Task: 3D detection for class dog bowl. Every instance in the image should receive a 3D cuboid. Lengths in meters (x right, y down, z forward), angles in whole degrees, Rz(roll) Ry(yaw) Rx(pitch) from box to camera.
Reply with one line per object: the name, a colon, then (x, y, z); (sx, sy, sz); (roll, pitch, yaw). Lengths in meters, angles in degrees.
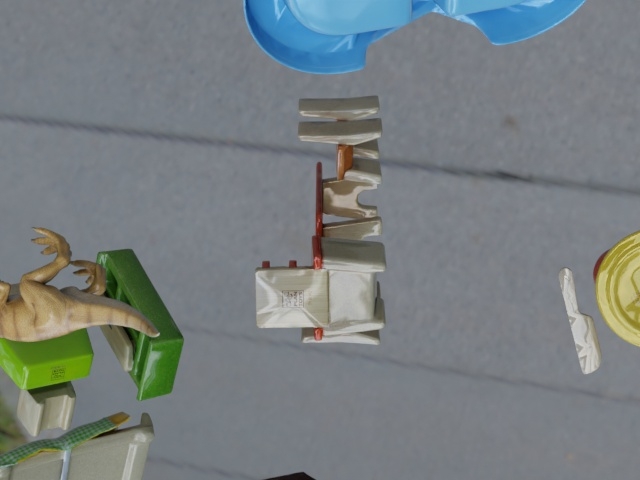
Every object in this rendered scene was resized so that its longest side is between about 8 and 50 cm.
dog bowl: (0.078, -0.229, 1.173); (0.297, 0.074, 0.166); (-12, 138, -9)

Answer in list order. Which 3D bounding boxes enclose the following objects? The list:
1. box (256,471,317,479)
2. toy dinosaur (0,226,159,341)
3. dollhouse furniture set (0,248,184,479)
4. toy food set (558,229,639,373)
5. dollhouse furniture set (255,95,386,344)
box: (-0.052, 0.301, 1.184); (0.203, 0.167, 0.168); (-4, -163, -37)
toy dinosaur: (-0.188, 0.049, 1.087); (0.212, 0.112, 0.064); (-4, 135, 20)
dollhouse furniture set: (-0.292, 0.182, 1.657); (0.198, 0.151, 0.301); (-10, 134, -31)
toy food set: (0.354, 0.041, 1.548); (0.218, 0.071, 0.128); (-21, 98, 11)
dollhouse furniture set: (0.000, 0.000, 1.648); (0.135, 0.259, 0.262); (-1, 116, 0)
